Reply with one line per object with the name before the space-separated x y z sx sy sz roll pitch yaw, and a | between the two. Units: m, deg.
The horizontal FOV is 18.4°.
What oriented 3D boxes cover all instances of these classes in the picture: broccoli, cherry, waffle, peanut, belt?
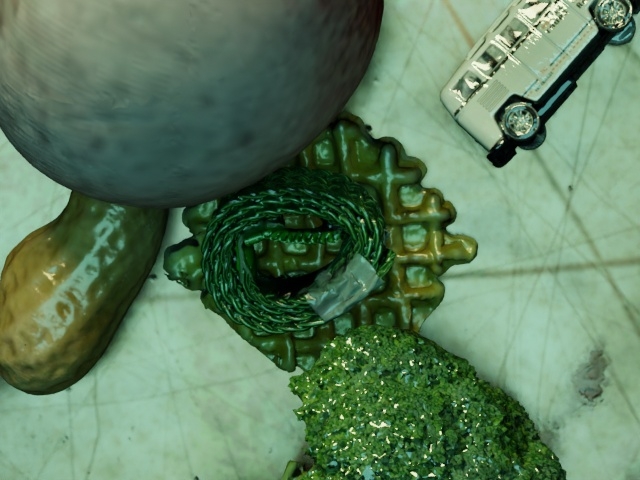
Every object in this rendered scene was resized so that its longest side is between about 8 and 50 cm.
broccoli | 0.058 0.217 1.512 0.275 0.308 0.308 1 92 46
cherry | -0.111 -0.178 1.459 0.326 0.335 0.291 -43 86 4
waffle | 0.000 -0.001 1.598 0.223 0.054 0.204 39 94 0
peanut | -0.194 0.020 1.590 0.108 0.095 0.226 32 92 6
belt | -0.017 0.004 1.538 0.151 0.079 0.121 -11 105 10

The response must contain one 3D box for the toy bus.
toy bus | 0.179 -0.152 1.569 0.089 0.087 0.194 42 95 11
